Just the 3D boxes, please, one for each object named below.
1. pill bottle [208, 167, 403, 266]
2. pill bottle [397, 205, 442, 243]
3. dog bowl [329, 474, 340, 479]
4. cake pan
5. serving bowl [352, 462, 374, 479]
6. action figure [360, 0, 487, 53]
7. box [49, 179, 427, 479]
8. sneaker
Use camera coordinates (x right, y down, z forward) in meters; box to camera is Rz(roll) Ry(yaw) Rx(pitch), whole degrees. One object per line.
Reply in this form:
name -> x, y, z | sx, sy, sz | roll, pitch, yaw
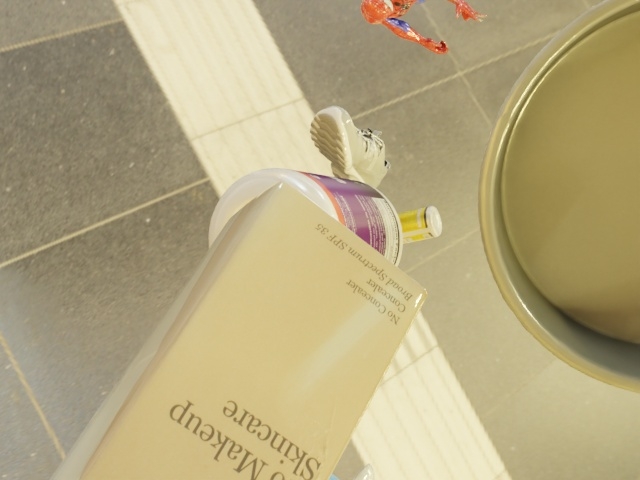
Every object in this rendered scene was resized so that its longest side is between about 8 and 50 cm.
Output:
pill bottle -> 0.000, 0.000, 1.127 | 0.323, 0.181, 0.181 | 0, 70, -64
pill bottle -> 0.185, -0.029, 1.682 | 0.065, 0.116, 0.065 | 33, 51, -54
dog bowl -> 0.038, 0.460, 1.371 | 0.074, 0.297, 0.166 | -49, 142, -17
cake pan -> 0.256, -0.034, 0.564 | 0.293, 0.293, 0.054 | 49, 15, -7
serving bowl -> 0.053, 0.370, 1.214 | 0.027, 0.083, 0.083 | 42, 54, 12
action figure -> 0.145, -0.285, 0.972 | 0.139, 0.091, 0.280 | 41, 40, 9
box -> -0.071, 0.129, 0.566 | 0.148, 0.121, 0.311 | 36, 65, -13
sneaker -> 0.064, -0.184, 1.558 | 0.115, 0.281, 0.105 | -44, 65, -6
